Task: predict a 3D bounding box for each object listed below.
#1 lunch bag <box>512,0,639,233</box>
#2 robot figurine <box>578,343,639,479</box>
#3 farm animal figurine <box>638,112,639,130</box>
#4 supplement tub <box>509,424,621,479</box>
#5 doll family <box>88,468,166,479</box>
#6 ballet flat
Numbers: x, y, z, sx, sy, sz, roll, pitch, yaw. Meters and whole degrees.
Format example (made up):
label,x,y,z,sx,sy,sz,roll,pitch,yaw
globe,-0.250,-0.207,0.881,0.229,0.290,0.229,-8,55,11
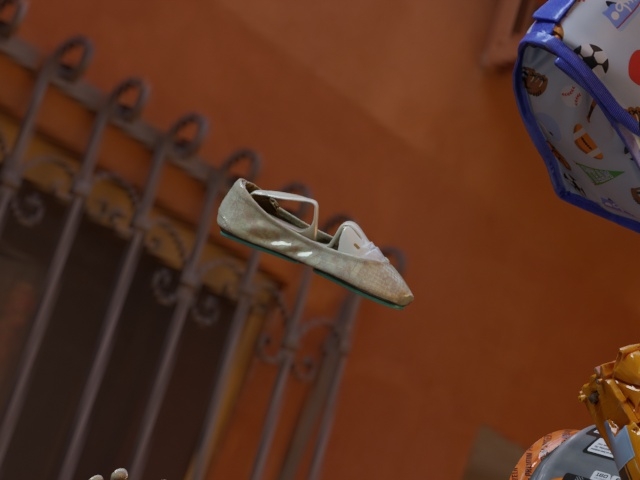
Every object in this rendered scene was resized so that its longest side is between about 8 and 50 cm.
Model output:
label,x,y,z,sx,sy,sz,roll,pitch,yaw
lunch bag,0.412,-0.236,2.180,0.239,0.328,0.385,25,-21,39
robot figurine,0.317,0.194,1.246,0.211,0.291,0.085,-17,-29,-25
farm animal figurine,0.439,-0.135,1.758,0.172,0.330,0.327,-5,-6,29
supplement tub,0.320,0.271,1.597,0.194,0.193,0.316,29,-12,-30
doll family,-0.163,0.253,1.467,0.111,0.193,0.076,34,-40,45
ballet flat,0.000,0.000,1.365,0.168,0.052,0.057,23,12,5
